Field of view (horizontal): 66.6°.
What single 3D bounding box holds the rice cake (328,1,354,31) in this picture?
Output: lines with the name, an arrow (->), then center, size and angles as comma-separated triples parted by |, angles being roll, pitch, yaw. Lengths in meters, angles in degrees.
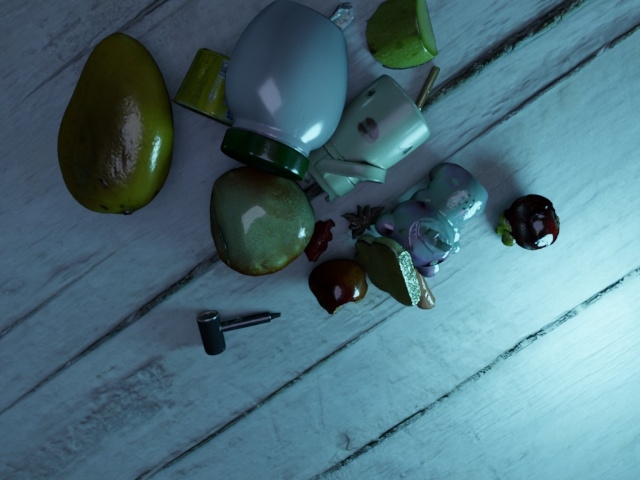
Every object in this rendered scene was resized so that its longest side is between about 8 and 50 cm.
rice cake -> -0.037, -0.469, 1.285 | 0.056, 0.073, 0.365 | 37, 100, -18

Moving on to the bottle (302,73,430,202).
bottle -> 0.102, -0.243, 1.295 | 0.351, 0.229, 0.229 | -39, 107, 8

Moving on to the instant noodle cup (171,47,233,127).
instant noodle cup -> -0.259, -0.382, 1.233 | 0.204, 0.205, 0.153 | 20, 98, -11

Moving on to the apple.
apple -> 0.055, 0.124, 1.440 | 0.158, 0.156, 0.147 | -34, 113, -16

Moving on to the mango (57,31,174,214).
mango -> -0.506, -0.281, 1.217 | 0.301, 0.220, 0.446 | 15, 102, 20

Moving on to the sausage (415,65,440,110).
sausage -> 0.295, -0.420, 1.357 | 0.024, 0.024, 0.133 | 22, 103, -12

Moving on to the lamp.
lamp -> 0.330, -0.055, 1.366 | 0.301, 0.247, 0.247 | -46, 109, 1

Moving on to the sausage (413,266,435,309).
sausage -> 0.309, 0.150, 1.518 | 0.065, 0.065, 0.170 | -26, 107, 3

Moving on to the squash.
squash -> 0.218, -0.546, 1.279 | 0.183, 0.085, 0.192 | -20, 107, 0

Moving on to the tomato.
tomato -> -0.168, -0.046, 1.317 | 0.302, 0.239, 0.304 | -2, 111, -6

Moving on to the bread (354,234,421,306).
bread -> 0.186, 0.073, 1.406 | 0.056, 0.207, 0.287 | -45, 140, -21

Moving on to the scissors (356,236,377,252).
scissors -> 0.197, 0.068, 1.507 | 0.189, 0.015, 0.100 | 36, 102, -17

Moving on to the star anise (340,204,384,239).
star anise -> 0.135, -0.066, 1.438 | 0.129, 0.056, 0.124 | -30, 133, 0

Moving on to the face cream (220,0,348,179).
face cream -> -0.079, -0.340, 1.143 | 0.312, 0.219, 0.358 | 21, 88, -44

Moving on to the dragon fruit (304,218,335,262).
dragon fruit -> 0.000, 0.002, 1.440 | 0.131, 0.063, 0.097 | -37, 107, 6

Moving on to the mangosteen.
mangosteen -> 0.608, -0.048, 1.442 | 0.180, 0.166, 0.166 | -19, 110, 26

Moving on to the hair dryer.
hair dryer -> -0.244, 0.271, 1.505 | 0.255, 0.070, 0.129 | -9, 108, -7
